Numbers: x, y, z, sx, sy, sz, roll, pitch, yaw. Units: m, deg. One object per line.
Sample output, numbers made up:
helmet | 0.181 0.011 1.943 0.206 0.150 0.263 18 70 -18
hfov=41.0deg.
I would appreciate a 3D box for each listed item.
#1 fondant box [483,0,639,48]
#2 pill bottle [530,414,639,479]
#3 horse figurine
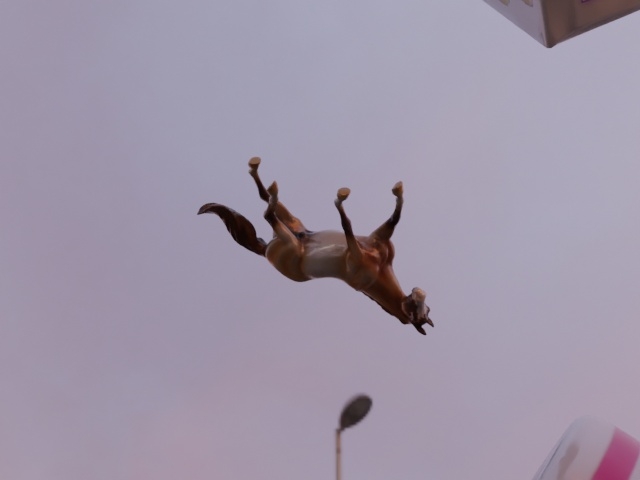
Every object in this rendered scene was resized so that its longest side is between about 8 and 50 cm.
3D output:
fondant box | 0.097 -0.289 0.527 0.096 0.330 0.238 -20 -58 1
pill bottle | 0.198 0.219 0.376 0.283 0.160 0.160 33 -37 18
horse figurine | 0.000 0.000 0.945 0.263 0.066 0.175 10 -45 22
